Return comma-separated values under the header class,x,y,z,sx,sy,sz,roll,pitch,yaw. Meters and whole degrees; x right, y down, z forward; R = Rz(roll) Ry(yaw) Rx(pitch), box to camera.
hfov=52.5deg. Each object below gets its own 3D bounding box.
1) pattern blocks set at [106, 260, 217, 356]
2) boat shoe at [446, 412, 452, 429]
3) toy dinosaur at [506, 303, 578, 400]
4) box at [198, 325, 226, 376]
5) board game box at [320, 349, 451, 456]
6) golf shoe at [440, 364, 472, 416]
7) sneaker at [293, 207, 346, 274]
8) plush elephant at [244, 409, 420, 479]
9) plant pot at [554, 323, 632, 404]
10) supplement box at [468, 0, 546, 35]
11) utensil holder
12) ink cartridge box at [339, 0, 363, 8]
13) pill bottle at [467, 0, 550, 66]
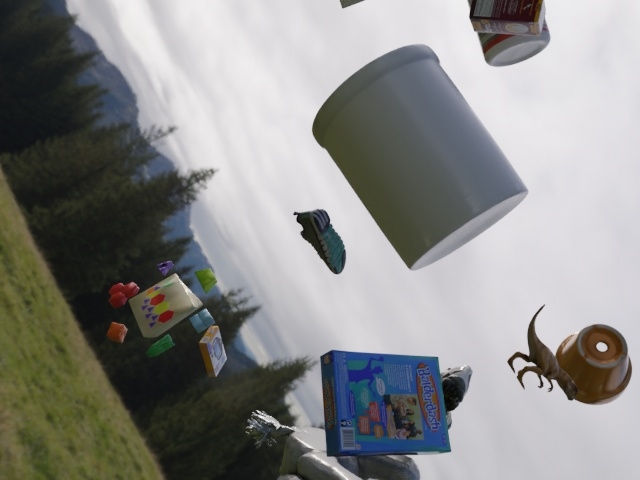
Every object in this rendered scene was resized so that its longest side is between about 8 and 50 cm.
class,x,y,z,sx,sy,sz,roll,pitch,yaw
pattern blocks set,-0.381,0.156,1.573,0.325,0.285,0.026,57,-9,54
boat shoe,0.186,0.441,1.497,0.095,0.255,0.079,-71,140,-62
toy dinosaur,0.410,0.216,1.225,0.211,0.112,0.064,56,9,-17
box,-0.301,0.319,1.833,0.081,0.028,0.136,-62,146,-56
board game box,0.106,0.265,1.054,0.047,0.210,0.160,-41,-133,54
golf shoe,0.253,0.318,1.340,0.077,0.094,0.198,45,-36,6
sneaker,0.000,0.000,1.857,0.098,0.083,0.223,4,-51,37
plush elephant,-0.027,0.491,1.184,0.330,0.255,0.272,17,4,24
plant pot,0.753,0.323,1.776,0.205,0.205,0.188,52,-10,31
supplement box,0.515,-0.625,1.789,0.188,0.080,0.104,12,-1,23
utensil holder,0.218,-0.173,1.428,0.385,0.328,0.327,57,-14,13
ink cartridge box,0.160,-0.716,1.758,0.154,0.212,0.093,-53,128,-56
pill bottle,0.577,-0.757,2.057,0.210,0.210,0.362,133,-56,-76
